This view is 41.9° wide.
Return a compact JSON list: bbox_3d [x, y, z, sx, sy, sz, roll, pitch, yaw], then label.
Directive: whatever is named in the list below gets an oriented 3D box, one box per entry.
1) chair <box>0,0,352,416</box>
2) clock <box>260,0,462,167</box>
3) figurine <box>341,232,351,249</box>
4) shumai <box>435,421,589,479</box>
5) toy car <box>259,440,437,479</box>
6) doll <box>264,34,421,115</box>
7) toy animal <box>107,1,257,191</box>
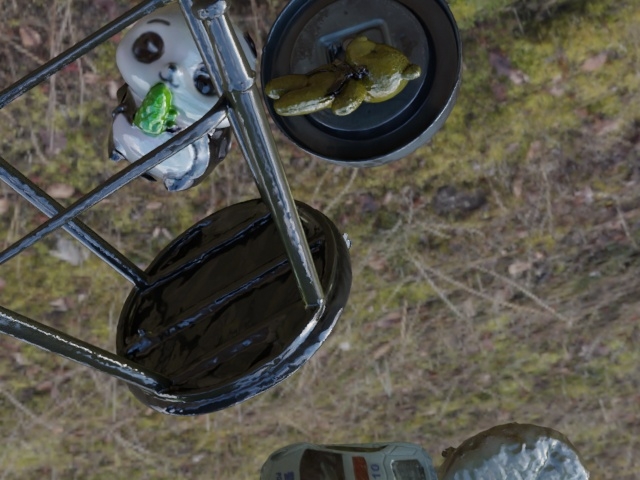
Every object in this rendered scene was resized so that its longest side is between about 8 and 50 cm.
[{"bbox_3d":[-0.186,-0.046,0.859,0.365,0.362,0.410,-32,129,2],"label":"chair"},{"bbox_3d":[0.065,-0.269,1.301,0.319,0.319,0.066,-18,166,14],"label":"clock"},{"bbox_3d":[0.000,0.000,1.423,0.106,0.047,0.060,1,155,38],"label":"figurine"},{"bbox_3d":[0.215,0.292,1.008,0.201,0.120,0.201,-3,109,-9],"label":"shumai"},{"bbox_3d":[0.034,0.262,0.898,0.205,0.095,0.056,7,144,-23],"label":"toy car"},{"bbox_3d":[0.027,-0.231,1.171,0.209,0.137,0.097,-17,120,-14],"label":"doll"},{"bbox_3d":[-0.215,-0.220,1.272,0.213,0.212,0.266,5,135,-20],"label":"toy animal"}]
